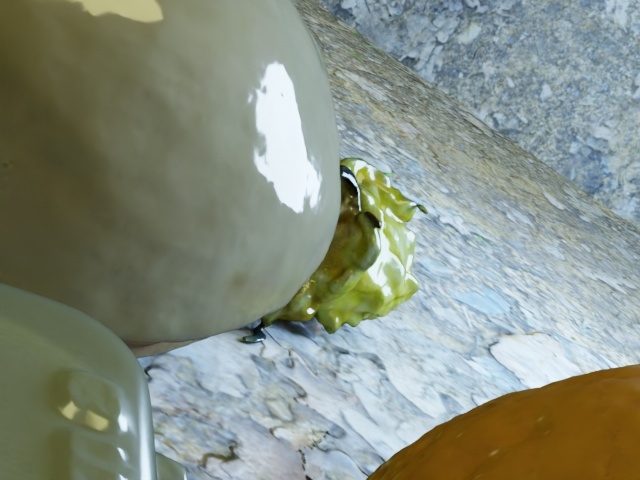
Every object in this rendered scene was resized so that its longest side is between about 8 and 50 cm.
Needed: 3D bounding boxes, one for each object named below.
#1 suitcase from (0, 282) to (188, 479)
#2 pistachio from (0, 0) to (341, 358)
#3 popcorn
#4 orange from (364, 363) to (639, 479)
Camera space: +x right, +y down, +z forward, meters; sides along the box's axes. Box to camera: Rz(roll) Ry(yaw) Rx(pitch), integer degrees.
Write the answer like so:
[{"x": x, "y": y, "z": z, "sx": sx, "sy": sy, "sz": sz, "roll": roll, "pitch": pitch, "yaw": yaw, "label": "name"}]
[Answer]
[{"x": -0.192, "y": 0.119, "z": 0.261, "sx": 0.339, "sy": 0.194, "sz": 0.351, "roll": 20, "pitch": 28, "yaw": -22, "label": "suitcase"}, {"x": -0.179, "y": -0.107, "z": 0.780, "sx": 0.445, "sy": 0.281, "sz": 0.365, "roll": 26, "pitch": 51, "yaw": -30, "label": "pistachio"}, {"x": 0.006, "y": 0.008, "z": 1.019, "sx": 0.168, "sy": 0.173, "sz": 0.195, "roll": 52, "pitch": 5, "yaw": -11, "label": "popcorn"}, {"x": 0.142, "y": 0.205, "z": 0.463, "sx": 0.340, "sy": 0.293, "sz": 0.340, "roll": 28, "pitch": 18, "yaw": -10, "label": "orange"}]
